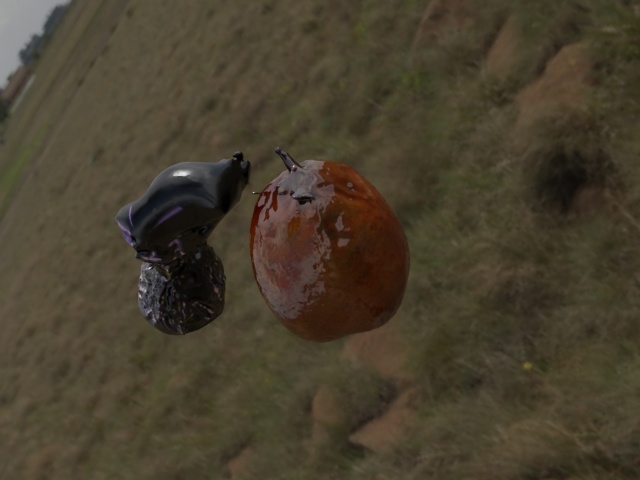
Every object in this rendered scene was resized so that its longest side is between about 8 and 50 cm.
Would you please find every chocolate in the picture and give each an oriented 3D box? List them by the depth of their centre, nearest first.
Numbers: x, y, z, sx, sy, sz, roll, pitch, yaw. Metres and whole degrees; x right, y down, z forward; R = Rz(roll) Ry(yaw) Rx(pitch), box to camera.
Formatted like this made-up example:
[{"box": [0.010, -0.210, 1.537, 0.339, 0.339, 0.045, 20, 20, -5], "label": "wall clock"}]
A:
[{"box": [-0.080, -0.002, 0.558, 0.072, 0.070, 0.147, -34, -23, -25], "label": "chocolate"}]

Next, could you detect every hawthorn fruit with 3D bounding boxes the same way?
[{"box": [0.000, 0.000, 0.483, 0.081, 0.093, 0.081, -14, 42, 13], "label": "hawthorn fruit"}]
